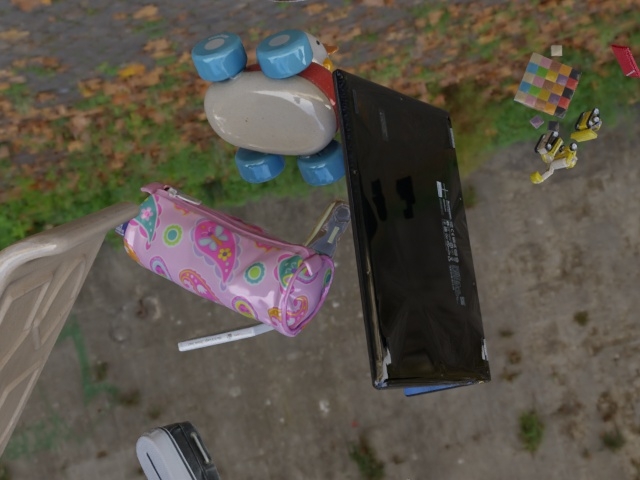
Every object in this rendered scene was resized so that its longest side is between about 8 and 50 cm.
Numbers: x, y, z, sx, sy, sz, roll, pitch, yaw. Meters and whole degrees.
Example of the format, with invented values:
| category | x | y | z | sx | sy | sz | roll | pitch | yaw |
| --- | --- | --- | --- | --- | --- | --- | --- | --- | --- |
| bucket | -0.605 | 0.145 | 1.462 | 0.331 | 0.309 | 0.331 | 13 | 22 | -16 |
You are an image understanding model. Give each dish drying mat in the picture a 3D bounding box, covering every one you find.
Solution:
| category | x | y | z | sx | sy | sz | roll | pitch | yaw |
| --- | --- | --- | --- | --- | --- | --- | --- | --- | --- |
| dish drying mat | 0.515 | -0.302 | 1.524 | 0.032 | 0.008 | 0.083 | 24 | 170 | 42 |

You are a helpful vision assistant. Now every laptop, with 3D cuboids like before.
| category | x | y | z | sx | sy | sz | roll | pitch | yaw |
| --- | --- | --- | --- | --- | --- | --- | --- | --- | --- |
| laptop | 0.080 | 0.022 | 1.250 | 0.236 | 0.381 | 0.408 | -16 | 165 | 36 |

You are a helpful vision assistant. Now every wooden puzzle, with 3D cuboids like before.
| category | x | y | z | sx | sy | sz | roll | pitch | yaw |
| --- | --- | --- | --- | --- | --- | --- | --- | --- | --- |
| wooden puzzle | 0.212 | -0.144 | 0.846 | 0.049 | 0.083 | 0.006 | 23 | 174 | 4 |
| wooden puzzle | -0.300 | 0.112 | 0.786 | 0.347 | 0.081 | 0.322 | -59 | -176 | 6 |

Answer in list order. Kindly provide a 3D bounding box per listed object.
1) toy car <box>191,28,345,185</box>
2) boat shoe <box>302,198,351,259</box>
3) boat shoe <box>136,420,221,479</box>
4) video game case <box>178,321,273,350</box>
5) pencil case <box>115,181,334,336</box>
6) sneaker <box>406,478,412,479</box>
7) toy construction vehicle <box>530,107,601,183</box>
| category | x | y | z | sx | sy | sz | roll | pitch | yaw |
| --- | --- | --- | --- | --- | --- | --- | --- | --- | --- |
| toy car | -0.034 | -0.237 | 1.322 | 0.210 | 0.219 | 0.238 | 4 | -136 | 30 |
| boat shoe | 0.000 | 0.000 | 1.859 | 0.190 | 0.068 | 0.072 | -56 | -155 | 0 |
| boat shoe | -0.182 | 0.449 | 1.515 | 0.119 | 0.335 | 0.121 | -19 | 164 | -38 |
| video game case | -0.152 | 0.164 | 1.590 | 0.143 | 0.019 | 0.157 | -13 | 177 | 17 |
| pencil case | -0.125 | 0.020 | 1.179 | 0.284 | 0.124 | 0.124 | 24 | -162 | 27 |
| sneaker | 0.091 | 0.427 | 1.406 | 0.161 | 0.075 | 0.057 | -32 | -145 | -7 |
| toy construction vehicle | 0.323 | -0.120 | 1.187 | 0.086 | 0.035 | 0.098 | -15 | -143 | 54 |
